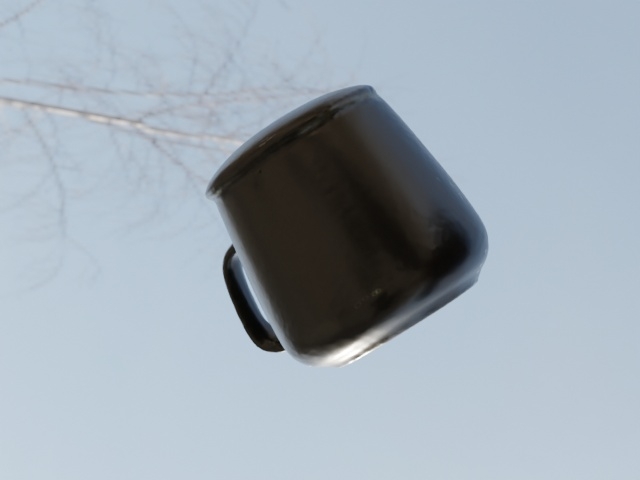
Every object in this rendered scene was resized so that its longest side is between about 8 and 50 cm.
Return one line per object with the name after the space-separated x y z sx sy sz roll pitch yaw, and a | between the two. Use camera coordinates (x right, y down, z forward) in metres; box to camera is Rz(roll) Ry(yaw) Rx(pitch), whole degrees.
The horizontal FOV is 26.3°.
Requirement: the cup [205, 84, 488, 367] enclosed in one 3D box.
0.000 0.000 1.003 0.223 0.169 0.177 -33 -89 40 | cup
